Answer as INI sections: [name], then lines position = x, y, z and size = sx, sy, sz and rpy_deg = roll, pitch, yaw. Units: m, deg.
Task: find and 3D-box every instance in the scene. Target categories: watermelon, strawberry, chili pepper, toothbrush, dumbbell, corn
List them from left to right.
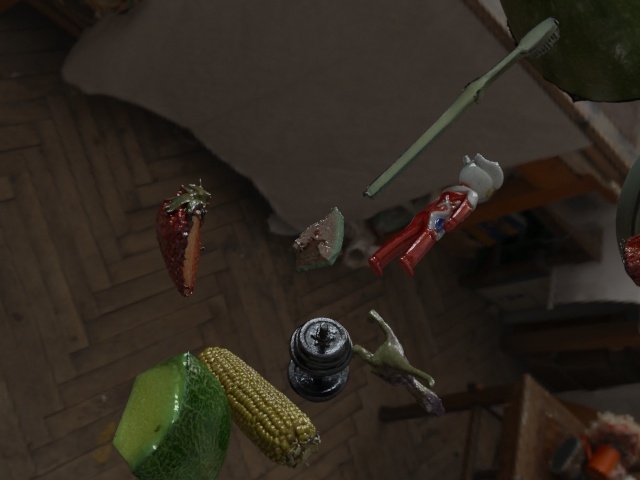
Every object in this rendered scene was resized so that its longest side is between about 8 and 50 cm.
[strawberry]
position = -0.245, 0.007, 1.555
size = 0.087, 0.208, 0.167
rpy_deg = 13, 21, -3
[corn]
position = -0.125, 0.301, 1.687
size = 0.106, 0.305, 0.106
rpy_deg = -31, 141, -29
[dumbbell]
position = -0.001, 0.185, 1.398
size = 0.099, 0.208, 0.099
rpy_deg = 2, 54, -3
[watermelon]
position = 0.008, 0.002, 2.042
size = 0.155, 0.101, 0.080
rpy_deg = -50, 130, -19
[toothbrush]
position = 0.155, -0.145, 1.034
size = 0.028, 0.294, 0.026
rpy_deg = 33, 25, -41
[chili pepper]
position = 0.406, 0.006, 1.026
size = 0.073, 0.123, 0.070
rpy_deg = 8, 61, -56

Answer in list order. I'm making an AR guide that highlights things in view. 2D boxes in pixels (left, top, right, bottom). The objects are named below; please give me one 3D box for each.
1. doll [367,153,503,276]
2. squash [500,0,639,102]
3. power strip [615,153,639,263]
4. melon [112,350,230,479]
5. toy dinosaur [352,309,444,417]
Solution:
[doll]
position = 0.274, -0.059, 2.046
size = 0.384, 0.188, 0.099
rpy_deg = -45, 108, -19
[squash]
position = 0.366, -0.360, 1.154
size = 0.309, 0.310, 0.310
rpy_deg = 21, 60, -69
[power strip]
position = 0.629, -0.039, 1.360
size = 0.357, 0.357, 0.161
rpy_deg = 59, 2, -14
[melon]
position = -0.210, 0.326, 1.439
size = 0.323, 0.124, 0.196
rpy_deg = 69, 39, -54
[toy dinosaur]
position = 0.134, 0.205, 1.509
size = 0.072, 0.200, 0.251
rpy_deg = -39, 152, -18
